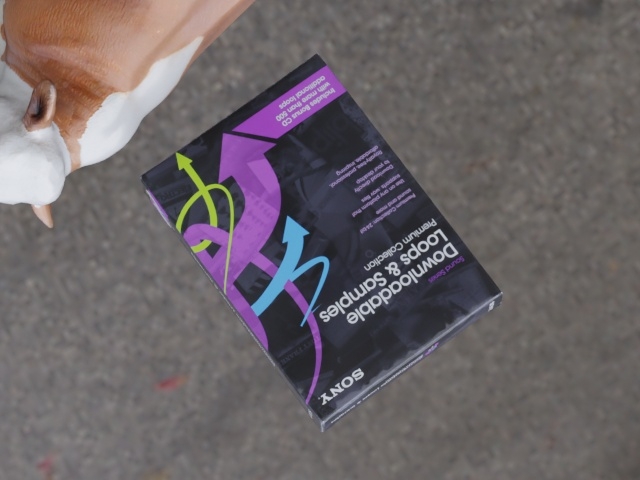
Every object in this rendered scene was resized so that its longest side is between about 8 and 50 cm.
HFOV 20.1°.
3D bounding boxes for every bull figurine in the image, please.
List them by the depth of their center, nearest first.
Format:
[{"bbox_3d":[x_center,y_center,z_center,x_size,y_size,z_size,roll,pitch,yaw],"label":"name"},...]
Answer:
[{"bbox_3d":[-0.114,-0.151,1.020,0.310,0.188,0.101,-40,152,-7],"label":"bull figurine"}]

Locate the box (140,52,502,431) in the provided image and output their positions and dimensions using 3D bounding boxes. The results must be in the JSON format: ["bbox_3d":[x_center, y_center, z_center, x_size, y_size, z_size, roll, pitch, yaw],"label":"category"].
[{"bbox_3d":[0.000,0.000,0.929,0.116,0.162,0.029,-36,169,-7],"label":"box"}]
